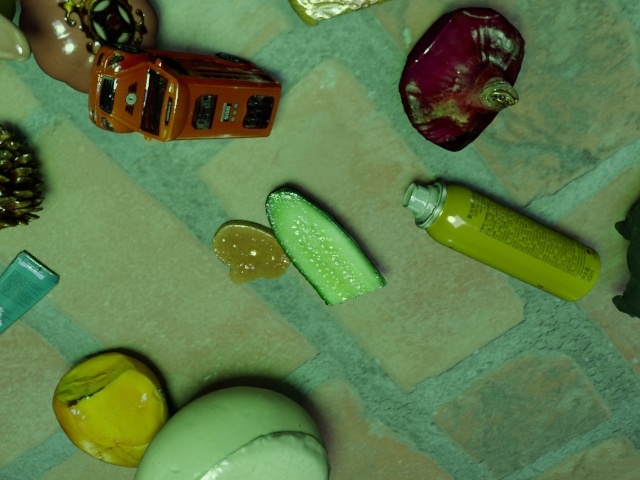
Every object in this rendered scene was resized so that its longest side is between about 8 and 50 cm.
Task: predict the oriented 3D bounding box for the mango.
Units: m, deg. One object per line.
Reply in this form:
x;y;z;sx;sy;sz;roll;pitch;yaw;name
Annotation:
-0.377;0.337;1.116;0.187;0.138;0.257;-22;122;-15;mango

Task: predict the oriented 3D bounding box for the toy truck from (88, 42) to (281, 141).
-0.177;-0.194;0.806;0.252;0.114;0.108;-14;130;-48;toy truck

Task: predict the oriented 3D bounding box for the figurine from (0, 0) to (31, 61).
-0.520;-0.257;0.734;0.420;0.193;0.154;-10;115;18;figurine

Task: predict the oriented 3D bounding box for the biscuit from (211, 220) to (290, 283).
-0.123;0.025;1.031;0.140;0.023;0.118;26;113;-15;biscuit

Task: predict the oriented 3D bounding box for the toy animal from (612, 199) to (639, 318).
0.561;-0.028;0.962;0.106;0.168;0.344;4;102;-2;toy animal

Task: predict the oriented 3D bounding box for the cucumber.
0.000;0.000;1.001;0.115;0.063;0.244;-30;114;18;cucumber

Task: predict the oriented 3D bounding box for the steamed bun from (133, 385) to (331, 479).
-0.173;0.429;1.091;0.374;0.241;0.375;-20;128;-27;steamed bun

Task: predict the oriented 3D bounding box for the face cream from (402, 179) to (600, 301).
0.295;-0.007;0.989;0.348;0.105;0.105;24;113;-14;face cream

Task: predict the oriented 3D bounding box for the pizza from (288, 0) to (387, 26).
0.069;-0.406;0.819;0.261;0.034;0.181;-8;117;2;pizza

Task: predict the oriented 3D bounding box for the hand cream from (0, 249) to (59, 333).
-0.565;0.116;1.052;0.224;0.048;0.083;-42;111;10;hand cream

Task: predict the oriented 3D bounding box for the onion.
0.197;-0.221;0.814;0.139;0.218;0.195;33;109;-16;onion

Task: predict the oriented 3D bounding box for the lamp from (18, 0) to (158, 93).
-0.312;-0.289;0.800;0.181;0.140;0.182;-5;98;-42;lamp

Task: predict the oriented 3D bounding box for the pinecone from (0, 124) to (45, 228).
-0.497;-0.089;0.891;0.173;0.174;0.174;-1;116;-2;pinecone
